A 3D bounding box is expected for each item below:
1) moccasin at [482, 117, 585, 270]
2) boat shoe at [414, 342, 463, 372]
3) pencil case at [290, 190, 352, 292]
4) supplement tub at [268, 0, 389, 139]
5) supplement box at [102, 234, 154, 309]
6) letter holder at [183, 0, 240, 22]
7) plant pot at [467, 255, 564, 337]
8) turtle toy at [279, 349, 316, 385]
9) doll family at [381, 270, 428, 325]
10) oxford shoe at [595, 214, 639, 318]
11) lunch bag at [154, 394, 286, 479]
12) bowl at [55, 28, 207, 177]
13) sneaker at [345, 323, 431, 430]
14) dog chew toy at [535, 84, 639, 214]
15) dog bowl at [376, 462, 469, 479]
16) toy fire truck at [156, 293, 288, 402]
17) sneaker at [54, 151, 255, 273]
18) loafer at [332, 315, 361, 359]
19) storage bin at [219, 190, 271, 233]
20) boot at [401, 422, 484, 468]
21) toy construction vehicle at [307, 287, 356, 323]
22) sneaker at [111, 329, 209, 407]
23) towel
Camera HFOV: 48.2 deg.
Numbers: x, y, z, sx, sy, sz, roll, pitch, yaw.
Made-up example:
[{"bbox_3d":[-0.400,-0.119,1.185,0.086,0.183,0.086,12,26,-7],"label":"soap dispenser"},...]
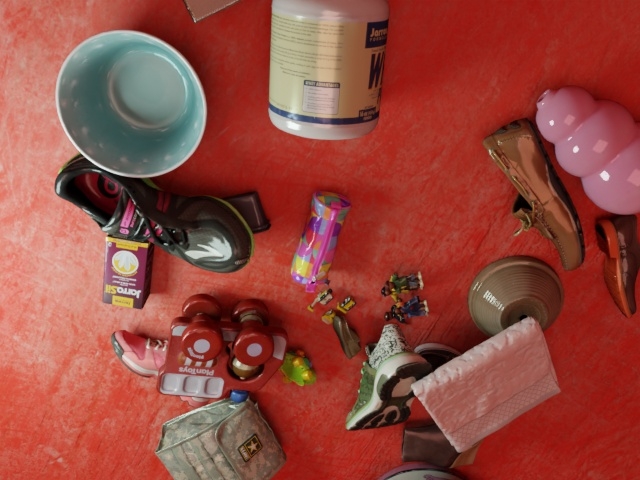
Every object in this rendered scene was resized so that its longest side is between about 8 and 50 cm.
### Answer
[{"bbox_3d":[0.489,-0.088,1.632,0.147,0.139,0.380,-27,113,18],"label":"moccasin"},{"bbox_3d":[0.351,0.339,1.869,0.228,0.076,0.080,24,113,-9],"label":"boat shoe"},{"bbox_3d":[0.000,0.000,1.709,0.104,0.104,0.236,13,114,-4],"label":"pencil case"},{"bbox_3d":[0.016,-0.389,1.449,0.235,0.235,0.325,4,115,0],"label":"supplement tub"},{"bbox_3d":[-0.472,0.065,1.761,0.104,0.081,0.188,10,115,-3],"label":"supplement box"},{"bbox_3d":[-0.215,-0.619,1.397,0.214,0.152,0.302,-23,112,10],"label":"letter holder"},{"bbox_3d":[0.490,0.165,1.766,0.237,0.110,0.237,1,116,1],"label":"plant pot"},{"bbox_3d":[-0.058,0.337,1.884,0.095,0.066,0.130,-17,119,35],"label":"turtle toy"},{"bbox_3d":[0.205,0.147,1.786,0.111,0.076,0.193,-14,117,3],"label":"doll family"},{"bbox_3d":[0.741,0.065,1.722,0.098,0.097,0.271,-18,113,3],"label":"oxford shoe"},{"bbox_3d":[-0.260,0.569,1.948,0.287,0.169,0.235,-26,109,5],"label":"lunch bag"},{"bbox_3d":[-0.387,-0.308,1.539,0.312,0.163,0.311,0,116,1],"label":"bowl"},{"bbox_3d":[0.161,0.359,1.856,0.158,0.182,0.410,2,140,-20],"label":"sneaker"},{"bbox_3d":[0.605,-0.206,1.546,0.332,0.206,0.206,37,111,-6],"label":"dog chew toy"},{"bbox_3d":[0.297,0.814,2.054,0.408,0.150,0.408,1,114,1],"label":"dog bowl"},{"bbox_3d":[-0.243,0.288,1.789,0.302,0.169,0.254,8,114,-14],"label":"toy fire truck"},{"bbox_3d":[-0.377,-0.043,1.599,0.483,0.202,0.185,23,115,6],"label":"sneaker"},{"bbox_3d":[0.070,0.243,1.843,0.050,0.056,0.148,-27,132,-12],"label":"loafer"},{"bbox_3d":[-0.195,-0.059,1.694,0.135,0.098,0.091,-12,104,7],"label":"storage bin"},{"bbox_3d":[0.332,0.522,1.947,0.207,0.090,0.248,4,119,-2],"label":"boot"},{"bbox_3d":[0.028,0.162,1.823,0.086,0.035,0.098,34,115,-25],"label":"toy construction vehicle"},{"bbox_3d":[-0.394,0.302,1.872,0.314,0.116,0.136,36,98,-18],"label":"sneaker"},{"bbox_3d":[0.419,0.362,1.761,0.332,0.053,0.317,-31,130,2],"label":"towel"}]
